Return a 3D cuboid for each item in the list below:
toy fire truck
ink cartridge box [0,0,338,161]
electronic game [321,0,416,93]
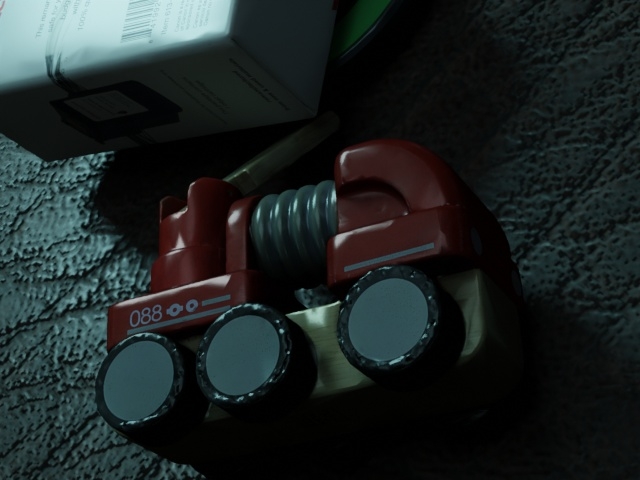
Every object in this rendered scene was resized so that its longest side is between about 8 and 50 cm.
[{"bbox_3d":[0.000,0.000,0.841,0.217,0.158,0.246,-16,60,23],"label":"toy fire truck"},{"bbox_3d":[-0.110,-0.159,0.987,0.237,0.100,0.172,-6,61,34],"label":"ink cartridge box"},{"bbox_3d":[-0.028,-0.177,1.041,0.229,0.048,0.229,-17,50,21],"label":"electronic game"}]
